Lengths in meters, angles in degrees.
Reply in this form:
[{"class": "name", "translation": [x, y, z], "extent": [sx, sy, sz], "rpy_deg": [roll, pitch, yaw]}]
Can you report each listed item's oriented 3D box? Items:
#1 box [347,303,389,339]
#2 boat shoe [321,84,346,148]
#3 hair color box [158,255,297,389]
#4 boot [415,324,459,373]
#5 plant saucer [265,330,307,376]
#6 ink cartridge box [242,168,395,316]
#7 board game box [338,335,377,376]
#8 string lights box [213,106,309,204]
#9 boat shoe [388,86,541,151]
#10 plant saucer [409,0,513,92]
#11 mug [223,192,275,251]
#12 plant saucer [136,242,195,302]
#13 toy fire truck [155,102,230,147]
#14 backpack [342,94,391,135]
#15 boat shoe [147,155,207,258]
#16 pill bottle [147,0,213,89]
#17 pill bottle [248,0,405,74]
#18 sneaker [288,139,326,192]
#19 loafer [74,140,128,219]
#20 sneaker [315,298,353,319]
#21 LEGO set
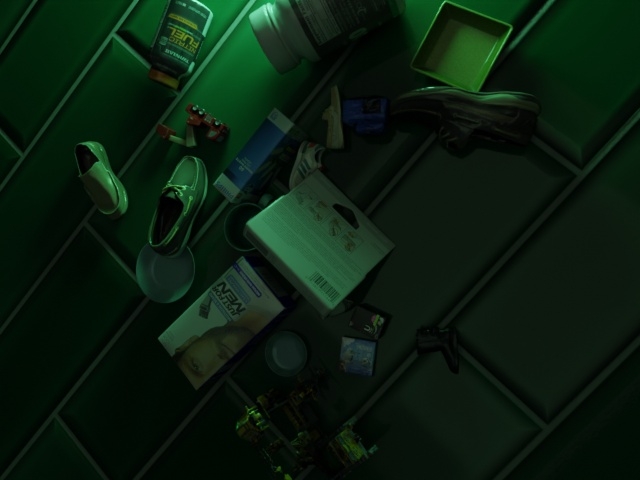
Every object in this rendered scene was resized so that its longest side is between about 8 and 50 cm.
[{"class": "box", "translation": [0.122, 0.206, 1.342], "extent": [0.083, 0.052, 0.062], "rpy_deg": [25, 93, 18]}, {"class": "boat shoe", "translation": [0.032, -0.324, 1.398], "extent": [0.059, 0.063, 0.169], "rpy_deg": [-5, 86, 11]}, {"class": "hair color box", "translation": [-0.251, 0.220, 1.429], "extent": [0.339, 0.110, 0.185], "rpy_deg": [-44, 77, 12]}, {"class": "boot", "translation": [0.285, 0.266, 1.293], "extent": [0.099, 0.045, 0.121], "rpy_deg": [-6, 78, 14]}, {"class": "plant saucer", "translation": [-0.090, 0.302, 1.417], "extent": [0.120, 0.021, 0.119], "rpy_deg": [-1, 87, 18]}, {"class": "ink cartridge box", "translation": [0.000, 0.000, 1.339], "extent": [0.296, 0.066, 0.261], "rpy_deg": [45, 61, 7]}, {"class": "board game box", "translation": [0.096, 0.298, 1.361], "extent": [0.090, 0.020, 0.090], "rpy_deg": [6, 87, 17]}, {"class": "string lights box", "translation": [-0.156, -0.215, 1.411], "extent": [0.077, 0.133, 0.259], "rpy_deg": [42, 99, 14]}, {"class": "boat shoe", "translation": [0.335, -0.286, 1.268], "extent": [0.356, 0.132, 0.130], "rpy_deg": [7, 88, 18]}, {"class": "plant saucer", "translation": [0.350, -0.473, 1.320], "extent": [0.188, 0.045, 0.188], "rpy_deg": [30, 95, 17]}, {"class": "mug", "translation": [-0.169, -0.038, 1.423], "extent": [0.158, 0.097, 0.129], "rpy_deg": [-25, 79, 13]}, {"class": "plant saucer", "translation": [-0.441, 0.084, 1.530], "extent": [0.195, 0.037, 0.194], "rpy_deg": [-1, 85, 17]}, {"class": "toy fire truck", "translation": [-0.368, -0.319, 1.528], "extent": [0.192, 0.047, 0.135], "rpy_deg": [35, 97, 15]}, {"class": "backpack", "translation": [0.115, -0.321, 1.355], "extent": [0.120, 0.098, 0.101], "rpy_deg": [5, 92, 16]}, {"class": "boat shoe", "translation": [-0.400, -0.104, 1.482], "extent": [0.109, 0.091, 0.304], "rpy_deg": [10, 78, 16]}, {"class": "pill bottle", "translation": [-0.411, -0.561, 1.514], "extent": [0.131, 0.130, 0.245], "rpy_deg": [23, 94, 17]}, {"class": "pill bottle", "translation": [0.014, -0.588, 1.347], "extent": [0.361, 0.204, 0.204], "rpy_deg": [-25, 80, 14]}, {"class": "sneaker", "translation": [-0.031, -0.185, 1.411], "extent": [0.075, 0.057, 0.161], "rpy_deg": [15, 88, 23]}, {"class": "loafer", "translation": [-0.671, -0.182, 1.589], "extent": [0.102, 0.092, 0.268], "rpy_deg": [-33, 78, 13]}, {"class": "sneaker", "translation": [0.000, 0.086, 1.381], "extent": [0.095, 0.090, 0.235], "rpy_deg": [-22, 77, -7]}, {"class": "LEGO set", "translation": [-0.025, 0.469, 1.263], "extent": [0.192, 0.255, 0.331], "rpy_deg": [-51, 60, 36]}]
